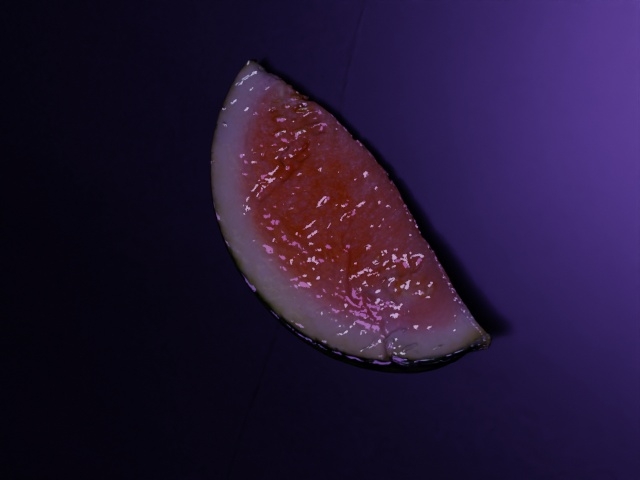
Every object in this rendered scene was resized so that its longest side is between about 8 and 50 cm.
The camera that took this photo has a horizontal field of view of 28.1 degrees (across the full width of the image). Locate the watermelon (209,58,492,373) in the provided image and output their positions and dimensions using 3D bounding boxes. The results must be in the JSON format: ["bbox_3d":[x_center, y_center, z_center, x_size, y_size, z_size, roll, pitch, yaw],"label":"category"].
[{"bbox_3d":[0.003,-0.001,0.830,0.119,0.063,0.245,-42,75,10],"label":"watermelon"}]
